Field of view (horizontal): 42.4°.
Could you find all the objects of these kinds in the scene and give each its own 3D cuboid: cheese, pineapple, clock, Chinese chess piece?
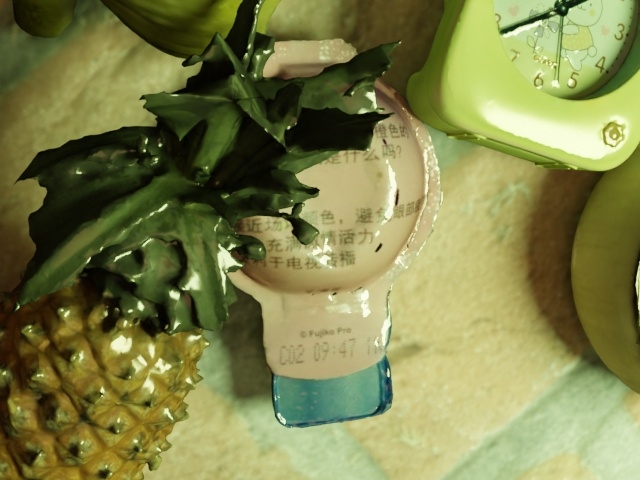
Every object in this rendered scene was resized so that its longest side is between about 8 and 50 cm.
[{"bbox_3d":[0.000,0.000,0.598,0.189,0.074,0.285,-7,102,-7],"label":"cheese"},{"bbox_3d":[-0.103,0.005,0.495,0.166,0.165,0.364,28,117,-13],"label":"pineapple"},{"bbox_3d":[0.167,-0.173,0.582,0.170,0.069,0.231,15,91,-19],"label":"clock"},{"bbox_3d":[0.322,0.019,0.639,0.250,0.103,0.249,-2,101,-9],"label":"Chinese chess piece"}]

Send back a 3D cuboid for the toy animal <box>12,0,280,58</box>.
[{"bbox_3d":[-0.181,-0.225,0.481,0.363,0.180,0.181,13,92,-4],"label":"toy animal"}]
